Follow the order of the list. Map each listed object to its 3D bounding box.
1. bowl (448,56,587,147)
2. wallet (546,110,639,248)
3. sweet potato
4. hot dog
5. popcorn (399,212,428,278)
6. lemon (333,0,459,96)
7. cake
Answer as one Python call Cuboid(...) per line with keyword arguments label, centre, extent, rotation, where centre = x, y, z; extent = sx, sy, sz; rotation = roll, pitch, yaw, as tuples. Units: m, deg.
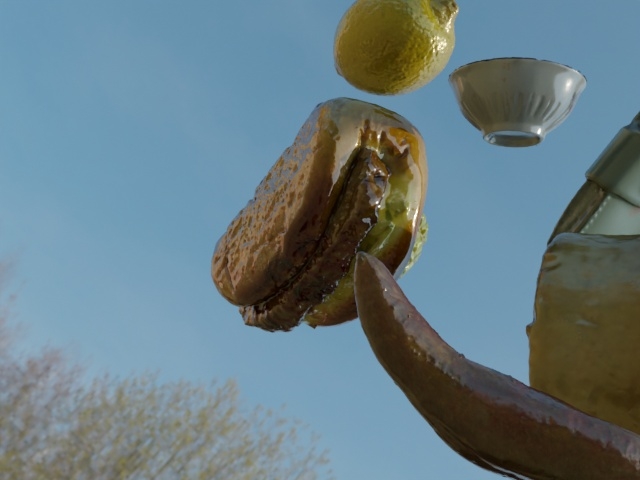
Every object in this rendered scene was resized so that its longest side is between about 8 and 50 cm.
Cuboid(label="bowl", centre=(0.267, -0.178, 1.291), extent=(0.189, 0.086, 0.189), rotation=(4, -10, 1))
Cuboid(label="wallet", centre=(0.510, -0.083, 1.428), extent=(0.252, 0.360, 0.083), rotation=(23, 22, -33))
Cuboid(label="sweet potato", centre=(0.115, 0.101, 0.542), extent=(0.255, 0.058, 0.078), rotation=(30, -74, 6))
Cuboid(label="hot dog", centre=(-0.002, -0.001, 1.377), extent=(0.185, 0.223, 0.405), rotation=(18, -51, -29))
Cuboid(label="popcorn", centre=(0.084, -0.016, 1.915), extent=(0.174, 0.286, 0.225), rotation=(38, -34, 54))
Cuboid(label="lemon", centre=(0.124, -0.337, 1.591), extent=(0.244, 0.187, 0.187), rotation=(-22, -68, 25))
Cuboid(label="cake", centre=(0.440, 0.148, 1.164), extent=(0.321, 0.332, 0.332), rotation=(2, -51, 24))
